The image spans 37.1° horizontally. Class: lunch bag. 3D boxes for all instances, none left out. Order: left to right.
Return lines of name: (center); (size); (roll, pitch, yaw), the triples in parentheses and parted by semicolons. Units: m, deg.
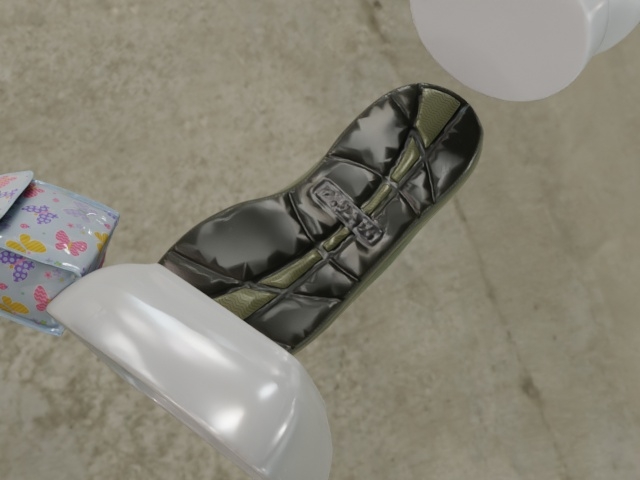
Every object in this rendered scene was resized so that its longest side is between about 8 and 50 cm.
lunch bag: (-0.155, 0.000, 0.486); (0.083, 0.053, 0.071); (21, 29, -4)

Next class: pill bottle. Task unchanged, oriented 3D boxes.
pill bottle: (0.179, -0.222, 0.670); (0.153, 0.153, 0.264); (49, 55, -14)

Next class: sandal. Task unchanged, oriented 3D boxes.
sandal: (0.002, 0.000, 0.731); (0.303, 0.086, 0.120); (-36, 78, -9)

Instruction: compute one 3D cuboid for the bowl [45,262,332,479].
bowl: (-0.053, 0.068, 0.465); (0.142, 0.142, 0.053); (32, 75, 22)
